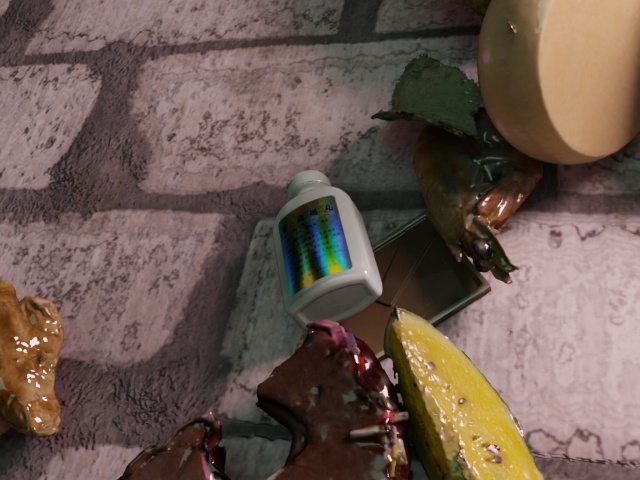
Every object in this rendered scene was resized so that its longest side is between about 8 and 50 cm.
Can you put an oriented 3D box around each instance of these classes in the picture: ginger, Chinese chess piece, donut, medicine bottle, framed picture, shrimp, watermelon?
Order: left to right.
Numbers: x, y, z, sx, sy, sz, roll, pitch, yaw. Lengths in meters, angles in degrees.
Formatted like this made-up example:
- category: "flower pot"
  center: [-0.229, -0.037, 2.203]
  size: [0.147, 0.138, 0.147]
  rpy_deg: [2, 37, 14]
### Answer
- category: "ginger"
  center: [-0.424, 0.180, 0.970]
  size: [0.270, 0.123, 0.219]
  rpy_deg: [29, 74, 20]
- category: "donut"
  center: [-0.038, 0.269, 0.774]
  size: [0.345, 0.136, 0.259]
  rpy_deg: [-41, 55, -7]
- category: "medicine bottle"
  center: [0.000, 0.000, 0.950]
  size: [0.121, 0.083, 0.229]
  rpy_deg: [-27, 45, 14]
- category: "framed picture"
  center: [0.096, 0.064, 0.931]
  size: [0.203, 0.015, 0.150]
  rpy_deg: [-33, 54, -3]
- category: "watermelon"
  center: [0.147, 0.206, 0.754]
  size: [0.123, 0.129, 0.301]
  rpy_deg: [-29, 51, 8]
- category: "shrimp"
  center: [0.220, -0.071, 0.939]
  size: [0.168, 0.077, 0.317]
  rpy_deg: [-18, 49, 7]
- category: "Chinese chess piece"
  center: [0.316, -0.230, 0.894]
  size: [0.273, 0.273, 0.102]
  rpy_deg: [-50, 32, -15]

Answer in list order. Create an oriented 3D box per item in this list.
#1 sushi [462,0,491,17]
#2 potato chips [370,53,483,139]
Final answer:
- category: "sushi"
  center: [0.318, -0.511, 1.018]
  size: [0.396, 0.240, 0.351]
  rpy_deg: [-35, 57, 33]
- category: "potato chips"
  center: [0.153, -0.202, 1.019]
  size: [0.167, 0.059, 0.228]
  rpy_deg: [-4, 33, 22]
